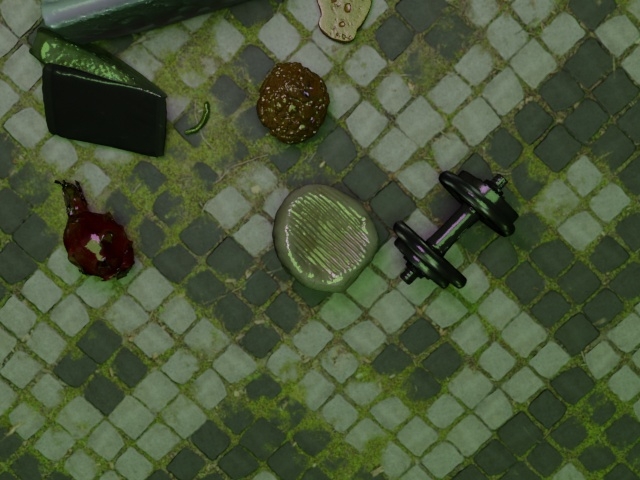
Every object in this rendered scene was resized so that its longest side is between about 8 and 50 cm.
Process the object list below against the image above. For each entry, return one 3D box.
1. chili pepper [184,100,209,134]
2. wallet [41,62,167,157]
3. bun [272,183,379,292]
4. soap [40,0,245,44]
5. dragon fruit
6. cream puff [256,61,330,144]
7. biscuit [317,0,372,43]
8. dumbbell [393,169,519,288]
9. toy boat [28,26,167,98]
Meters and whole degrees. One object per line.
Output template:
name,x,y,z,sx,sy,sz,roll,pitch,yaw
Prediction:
chili pepper,-0.254,-0.253,1.385,0.030,0.017,0.083,30,94,-4
wallet,-0.430,-0.258,1.332,0.245,0.052,0.168,14,135,-5
bun,0.000,0.000,1.367,0.231,0.133,0.231,3,79,-15
soap,-0.274,-0.504,1.222,0.446,0.261,0.156,-17,98,1
dragon fruit,-0.483,-0.025,1.379,0.125,0.125,0.246,-30,82,17
cream puff,-0.056,-0.278,1.334,0.150,0.115,0.165,-16,98,-2
biscuit,0.043,-0.482,1.350,0.118,0.023,0.140,31,98,-5
dumbbell,0.268,-0.022,1.341,0.192,0.192,0.290,42,96,-7
toy boat,-0.458,-0.345,1.347,0.293,0.055,0.093,27,100,-5
